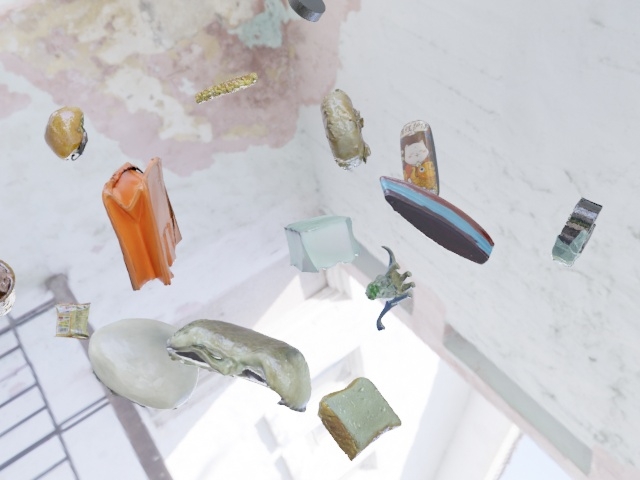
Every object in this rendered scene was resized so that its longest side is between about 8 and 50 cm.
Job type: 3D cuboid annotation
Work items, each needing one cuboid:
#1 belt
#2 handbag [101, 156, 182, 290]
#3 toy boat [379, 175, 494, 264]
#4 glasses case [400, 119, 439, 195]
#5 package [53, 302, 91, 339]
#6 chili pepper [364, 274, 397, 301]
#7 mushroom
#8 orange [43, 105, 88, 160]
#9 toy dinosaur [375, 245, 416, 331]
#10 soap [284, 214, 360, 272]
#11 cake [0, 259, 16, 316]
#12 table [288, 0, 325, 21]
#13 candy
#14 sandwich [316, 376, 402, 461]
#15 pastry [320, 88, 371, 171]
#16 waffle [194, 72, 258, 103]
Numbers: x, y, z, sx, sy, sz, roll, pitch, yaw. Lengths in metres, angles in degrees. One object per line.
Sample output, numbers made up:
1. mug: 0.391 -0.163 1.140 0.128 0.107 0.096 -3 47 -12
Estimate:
1. belt: 0.723 -0.020 1.639 0.078 0.151 0.198 28 -74 22
2. handbag: -0.477 -0.059 1.594 0.410 0.116 0.303 -118 -162 -71
3. toy boat: 0.322 -0.054 1.634 0.392 0.079 0.136 32 -53 -15
4. glasses case: 0.364 -0.286 2.136 0.122 0.082 0.320 -13 -101 43
5. package: -0.800 0.259 1.868 0.031 0.108 0.120 157 -66 -73
6. chili pepper: 0.167 0.148 1.654 0.088 0.059 0.227 59 17 7
7. mushroom: -0.160 0.246 1.227 0.345 0.129 0.247 10 -19 36
8. orange: -0.750 -0.316 1.700 0.170 0.112 0.160 37 -65 33
9. toy dinosaur: 0.214 0.154 1.907 0.188 0.075 0.247 -33 -107 34
10. soap: 0.000 0.000 1.258 0.230 0.145 0.091 -170 -116 -72
11. cake: -0.975 0.113 1.659 0.207 0.185 0.178 -108 -148 -49
12. table: -0.047 -0.831 2.031 0.133 0.134 0.043 55 -47 8
13. candy: -0.672 0.445 2.230 0.186 0.427 0.386 -60 -162 28
14. sandwich: 0.131 0.594 1.978 0.226 0.251 0.087 49 -51 23
15. pastry: 0.080 -0.347 1.808 0.236 0.121 0.256 -28 103 -82
16. waffle: -0.270 -0.437 1.660 0.191 0.191 0.038 16 -51 64
